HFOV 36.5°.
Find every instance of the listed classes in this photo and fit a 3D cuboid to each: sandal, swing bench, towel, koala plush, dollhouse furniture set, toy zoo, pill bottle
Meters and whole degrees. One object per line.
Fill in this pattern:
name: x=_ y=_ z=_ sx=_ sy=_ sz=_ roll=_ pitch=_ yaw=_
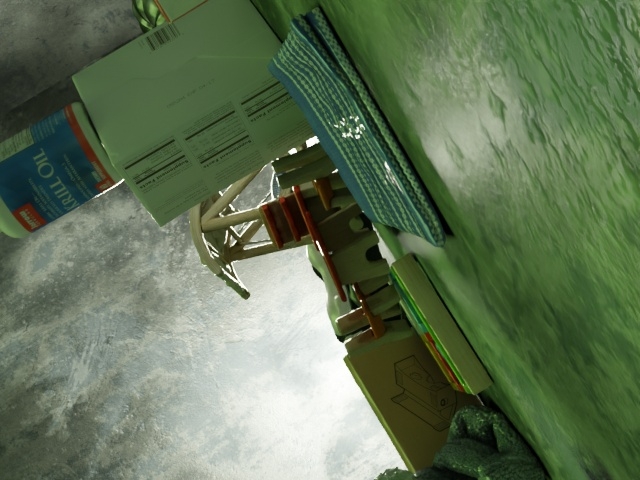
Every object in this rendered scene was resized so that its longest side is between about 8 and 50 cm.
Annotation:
sandal: x=0.080 y=0.073 z=1.491 sx=0.254 sy=0.097 sz=0.054 roll=60 pitch=178 yaw=-18
swing bench: x=-0.088 y=-0.045 z=1.606 sx=0.165 sy=0.254 sz=0.253 roll=58 pitch=178 yaw=13
towel: x=0.026 y=-0.107 z=0.995 sx=0.243 sy=0.040 sz=0.336 roll=58 pitch=178 yaw=-7
koala plush: x=0.179 y=0.343 z=1.297 sx=0.196 sy=0.221 sz=0.203 roll=60 pitch=178 yaw=-35
dollhouse furniture set: x=0.000 y=0.000 z=1.314 sx=0.259 sy=0.135 sz=0.262 roll=-113 pitch=1 yaw=-69
toy zoo: x=0.154 y=0.119 z=1.325 sx=0.192 sy=0.030 sz=0.293 roll=58 pitch=178 yaw=8
pill bottle: x=-0.384 y=-0.079 z=1.286 sx=0.124 sy=0.221 sz=0.124 roll=59 pitch=178 yaw=3

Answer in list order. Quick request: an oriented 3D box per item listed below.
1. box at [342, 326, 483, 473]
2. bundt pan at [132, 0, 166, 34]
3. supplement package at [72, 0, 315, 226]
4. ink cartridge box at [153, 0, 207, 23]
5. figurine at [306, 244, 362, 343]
box: x=0.149 y=0.228 z=1.432 sx=0.201 sy=0.164 sz=0.021 roll=58 pitch=147 yaw=20
bundt pan: x=-0.220 y=-0.343 z=1.679 sx=0.331 sy=0.124 sz=0.331 roll=57 pitch=170 yaw=16
supplement package: x=-0.166 y=-0.186 z=1.313 sx=0.204 sy=0.262 sz=0.145 roll=58 pitch=177 yaw=39
ink cartridge box: x=-0.160 y=-0.331 z=1.114 sx=0.067 sy=0.115 sz=0.198 roll=59 pitch=178 yaw=-34
figurine: x=0.030 y=0.090 z=1.953 sx=0.209 sy=0.092 sz=0.215 roll=63 pitch=178 yaw=12
